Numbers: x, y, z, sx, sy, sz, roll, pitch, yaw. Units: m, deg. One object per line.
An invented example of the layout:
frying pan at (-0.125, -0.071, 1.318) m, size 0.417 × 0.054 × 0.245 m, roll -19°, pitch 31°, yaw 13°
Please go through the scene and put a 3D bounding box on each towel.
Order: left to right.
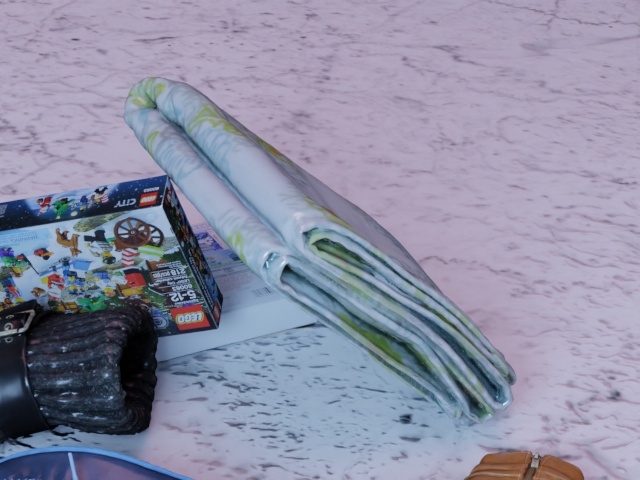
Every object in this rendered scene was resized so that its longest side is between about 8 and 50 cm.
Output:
towel at (0.000, 0.000, 1.398) m, size 0.320 × 0.090 × 0.374 m, roll 39°, pitch 4°, yaw -36°

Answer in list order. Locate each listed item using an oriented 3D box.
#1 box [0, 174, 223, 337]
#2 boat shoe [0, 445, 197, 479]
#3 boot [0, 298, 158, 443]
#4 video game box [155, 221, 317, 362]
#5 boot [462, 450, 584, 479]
box at (-0.224, 0.029, 1.376) m, size 0.233 × 0.159 × 0.044 m, roll -9°, pitch 41°, yaw 14°
boat shoe at (-0.145, 0.218, 1.133) m, size 0.258 × 0.109 × 0.089 m, roll 5°, pitch 30°, yaw 9°
boot at (-0.286, 0.143, 1.240) m, size 0.260 × 0.131 × 0.348 m, roll 6°, pitch 26°, yaw 7°
video game box at (-0.135, 0.047, 1.540) m, size 0.205 × 0.048 × 0.187 m, roll -12°, pitch 33°, yaw -27°
boot at (0.120, 0.214, 1.205) m, size 0.197 × 0.073 × 0.152 m, roll 18°, pitch 29°, yaw 4°
